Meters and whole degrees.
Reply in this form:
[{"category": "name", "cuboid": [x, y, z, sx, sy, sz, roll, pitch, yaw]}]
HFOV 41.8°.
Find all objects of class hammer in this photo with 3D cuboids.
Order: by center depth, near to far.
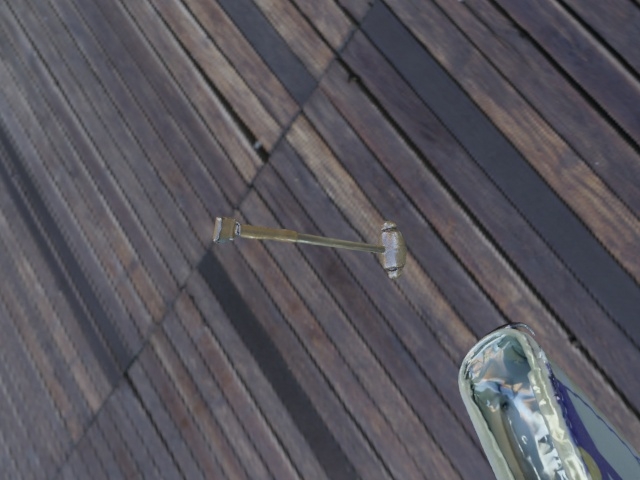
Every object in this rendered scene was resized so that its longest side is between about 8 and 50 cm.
[{"category": "hammer", "cuboid": [0.000, 0.000, 0.368, 0.014, 0.123, 0.029, -15, 76, 38]}]

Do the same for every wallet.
[{"category": "wallet", "cuboid": [0.196, 0.202, 0.419, 0.077, 0.223, 0.309, -38, 113, 19]}]
